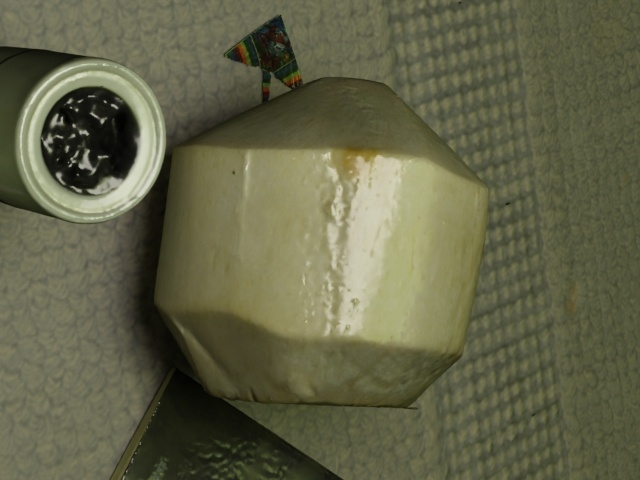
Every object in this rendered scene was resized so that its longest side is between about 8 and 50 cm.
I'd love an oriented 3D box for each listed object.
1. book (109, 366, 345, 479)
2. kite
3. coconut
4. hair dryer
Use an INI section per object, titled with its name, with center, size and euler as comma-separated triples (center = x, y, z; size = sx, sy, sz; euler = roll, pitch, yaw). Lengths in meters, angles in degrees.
[book]
center = -0.080, 0.242, 1.795
size = 0.228, 0.024, 0.160
euler = 35, 64, -18
[kite]
center = -0.049, -0.176, 1.885
size = 0.122, 0.004, 0.090
euler = 16, 80, -48
[coconut]
center = 0.000, 0.000, 1.745
size = 0.323, 0.323, 0.323
euler = -4, 95, -49
[hair dryer]
center = -0.320, -0.066, 1.473
size = 0.362, 0.203, 0.128
euler = -12, 104, -31
